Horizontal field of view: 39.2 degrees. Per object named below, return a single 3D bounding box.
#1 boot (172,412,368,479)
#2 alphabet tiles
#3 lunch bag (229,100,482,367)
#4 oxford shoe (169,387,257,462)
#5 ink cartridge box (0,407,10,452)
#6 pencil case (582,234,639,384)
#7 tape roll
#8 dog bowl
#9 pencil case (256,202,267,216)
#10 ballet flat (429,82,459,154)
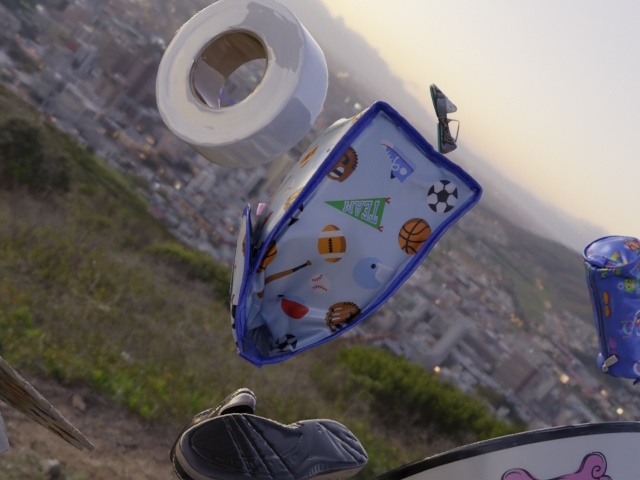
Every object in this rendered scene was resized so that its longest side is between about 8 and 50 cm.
[{"bbox_3d":[-0.124,0.414,1.431,0.377,0.284,0.138,9,34,-50],"label":"boot"},{"bbox_3d":[-0.426,0.150,1.110,0.285,0.011,0.342,21,-28,30],"label":"alphabet tiles"},{"bbox_3d":[0.000,0.000,1.332,0.239,0.385,0.328,39,-1,-7],"label":"lunch bag"},{"bbox_3d":[-0.232,0.406,1.918,0.083,0.227,0.096,48,0,-11],"label":"oxford shoe"},{"bbox_3d":[-0.521,0.221,1.325,0.127,0.072,0.175,93,-26,-50],"label":"ink cartridge box"},{"bbox_3d":[0.610,0.144,1.840,0.119,0.133,0.306,17,-51,49],"label":"pencil case"},{"bbox_3d":[-0.135,-0.270,1.526,0.286,0.286,0.100,46,4,30],"label":"tape roll"},{"bbox_3d":[0.243,0.354,1.094,0.408,0.408,0.150,27,45,-50],"label":"dog bowl"},{"bbox_3d":[0.018,-0.009,1.751,0.284,0.124,0.124,10,5,12],"label":"pencil case"},{"bbox_3d":[0.193,-0.190,1.383,0.041,0.041,0.114,-115,-168,-66],"label":"ballet flat"}]
